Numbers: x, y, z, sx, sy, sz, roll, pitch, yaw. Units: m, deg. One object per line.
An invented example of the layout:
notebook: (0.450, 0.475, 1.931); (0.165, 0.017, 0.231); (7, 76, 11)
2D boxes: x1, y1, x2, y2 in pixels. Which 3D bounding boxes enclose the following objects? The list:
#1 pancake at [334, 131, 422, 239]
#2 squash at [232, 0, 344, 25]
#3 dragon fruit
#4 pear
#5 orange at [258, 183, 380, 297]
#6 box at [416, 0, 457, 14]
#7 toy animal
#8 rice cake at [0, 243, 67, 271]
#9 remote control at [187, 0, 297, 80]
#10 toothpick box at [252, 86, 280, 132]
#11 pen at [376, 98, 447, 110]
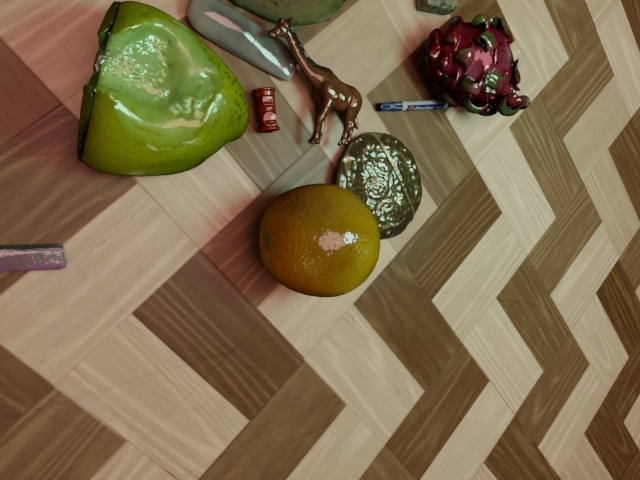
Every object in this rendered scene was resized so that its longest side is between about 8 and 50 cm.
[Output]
pancake: (0.132, -0.117, 1.030); (0.250, 0.031, 0.250); (-4, 97, -31)
squash: (-0.042, -0.615, 0.776); (0.263, 0.263, 0.384); (11, 89, -29)
dragon fruit: (0.360, -0.387, 1.061); (0.198, 0.218, 0.272); (-21, 115, 21)
pear: (-0.246, -0.224, 0.755); (0.292, 0.159, 0.292); (-3, 96, -31)
orange: (0.000, 0.000, 0.872); (0.236, 0.236, 0.236); (-2, 95, -28)
box: (0.274, -0.571, 1.071); (0.098, 0.045, 0.062); (-9, 97, -26)
toy animal: (-0.007, -0.311, 0.920); (0.224, 0.066, 0.229); (-2, 105, -29)
rice cake: (-0.507, 0.031, 0.699); (0.207, 0.036, 0.047); (-2, 99, -29)
remote control: (-0.139, -0.387, 0.862); (0.229, 0.044, 0.073); (22, 81, -29)
toothpick box: (-0.105, -0.252, 0.888); (0.047, 0.047, 0.083); (-12, 99, -27)
pen: (0.220, -0.317, 1.072); (0.204, 0.025, 0.025); (-11, 99, -27)
